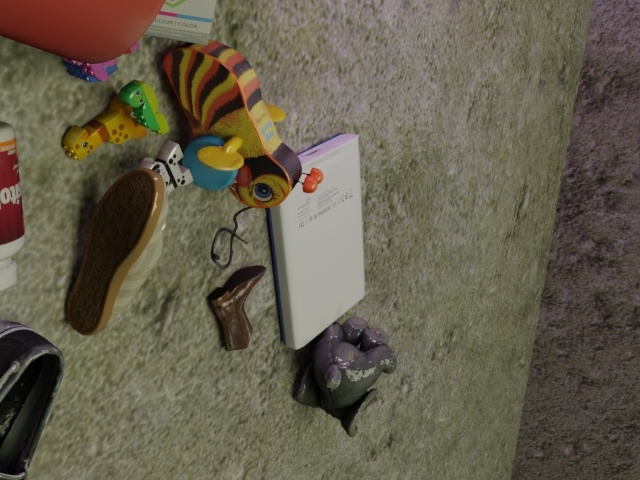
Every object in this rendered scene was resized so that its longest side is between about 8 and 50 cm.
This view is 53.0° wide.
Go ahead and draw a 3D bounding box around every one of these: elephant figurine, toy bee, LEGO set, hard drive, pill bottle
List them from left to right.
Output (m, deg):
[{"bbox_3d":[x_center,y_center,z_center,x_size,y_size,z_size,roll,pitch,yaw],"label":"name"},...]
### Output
[{"bbox_3d":[-0.321,-0.031,0.591,0.086,0.086,0.151,-21,121,-49],"label":"pill bottle"},{"bbox_3d":[-0.229,-0.132,0.685,0.093,0.087,0.227,-48,144,-28],"label":"LEGO set"},{"bbox_3d":[-0.081,-0.113,0.821,0.298,0.162,0.195,69,27,-48],"label":"toy bee"},{"bbox_3d":[0.000,0.000,1.094,0.210,0.040,0.318,-33,129,-43],"label":"hard drive"},{"bbox_3d":[0.043,0.277,1.189,0.186,0.169,0.239,-2,124,-25],"label":"elephant figurine"}]

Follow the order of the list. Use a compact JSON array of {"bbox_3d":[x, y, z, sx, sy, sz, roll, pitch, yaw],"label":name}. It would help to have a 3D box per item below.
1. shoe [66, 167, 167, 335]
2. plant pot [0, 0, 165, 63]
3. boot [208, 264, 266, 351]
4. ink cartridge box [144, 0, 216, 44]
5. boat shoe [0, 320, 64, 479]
[{"bbox_3d":[-0.224,0.012,0.730,0.219,0.077,0.058,-59,160,21],"label":"shoe"},{"bbox_3d":[-0.257,-0.277,0.447,0.243,0.275,0.274,-2,106,-45],"label":"plant pot"},{"bbox_3d":[-0.115,0.106,0.980,0.106,0.037,0.114,-33,127,-27],"label":"boot"},{"bbox_3d":[-0.148,-0.304,0.625,0.109,0.062,0.209,3,136,-21],"label":"ink cartridge box"},{"bbox_3d":[-0.348,0.239,0.649,0.113,0.105,0.306,42,69,-53],"label":"boat shoe"}]
